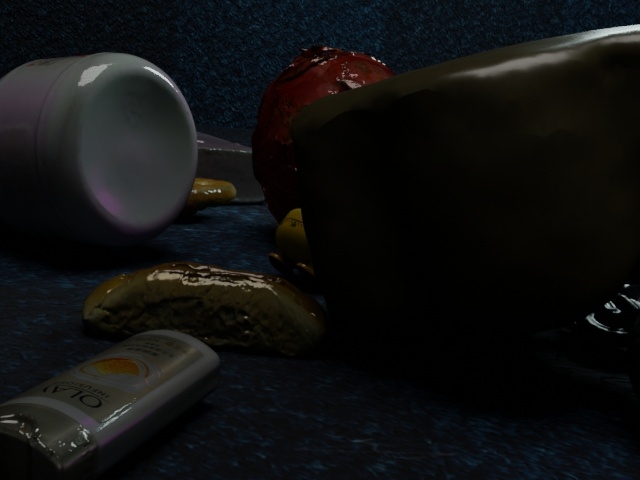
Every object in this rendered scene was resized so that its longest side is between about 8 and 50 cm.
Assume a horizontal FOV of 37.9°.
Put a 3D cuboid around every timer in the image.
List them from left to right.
[{"bbox_3d":[0.000,0.000,1.170,0.107,0.109,0.107,32,-19,13],"label":"timer"}]

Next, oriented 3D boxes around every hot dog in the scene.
[{"bbox_3d":[-0.110,0.061,0.913,0.242,0.073,0.084,7,7,-1],"label":"hot dog"}]

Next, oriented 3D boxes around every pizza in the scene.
[{"bbox_3d":[-0.248,-0.066,1.476,0.246,0.058,0.127,-5,17,-37],"label":"pizza"}]

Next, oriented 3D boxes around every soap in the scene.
[{"bbox_3d":[-0.276,-0.140,1.713,0.285,0.107,0.296,0,14,-39],"label":"soap"}]

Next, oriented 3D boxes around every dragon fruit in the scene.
[{"bbox_3d":[0.033,-0.137,1.404,0.295,0.296,0.302,6,38,0],"label":"dragon fruit"}]

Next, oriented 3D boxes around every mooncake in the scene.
[{"bbox_3d":[0.202,-0.064,0.963,0.467,0.262,0.467,-13,4,1],"label":"mooncake"}]

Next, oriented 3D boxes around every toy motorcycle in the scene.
[{"bbox_3d":[0.341,0.073,1.090,0.122,0.082,0.213,-4,21,-1],"label":"toy motorcycle"}]

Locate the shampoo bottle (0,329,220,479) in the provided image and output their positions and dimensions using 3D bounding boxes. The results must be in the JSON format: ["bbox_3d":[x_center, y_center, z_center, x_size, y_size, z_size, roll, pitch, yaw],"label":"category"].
[{"bbox_3d":[-0.153,0.117,0.655,0.086,0.056,0.227,9,12,18],"label":"shampoo bottle"}]

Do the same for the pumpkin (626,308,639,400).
[{"bbox_3d":[0.352,0.105,0.766,0.202,0.140,0.202,16,11,-3],"label":"pumpkin"}]

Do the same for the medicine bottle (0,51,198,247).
[{"bbox_3d":[-0.340,-0.116,1.218,0.302,0.241,0.241,3,8,36],"label":"medicine bottle"}]
